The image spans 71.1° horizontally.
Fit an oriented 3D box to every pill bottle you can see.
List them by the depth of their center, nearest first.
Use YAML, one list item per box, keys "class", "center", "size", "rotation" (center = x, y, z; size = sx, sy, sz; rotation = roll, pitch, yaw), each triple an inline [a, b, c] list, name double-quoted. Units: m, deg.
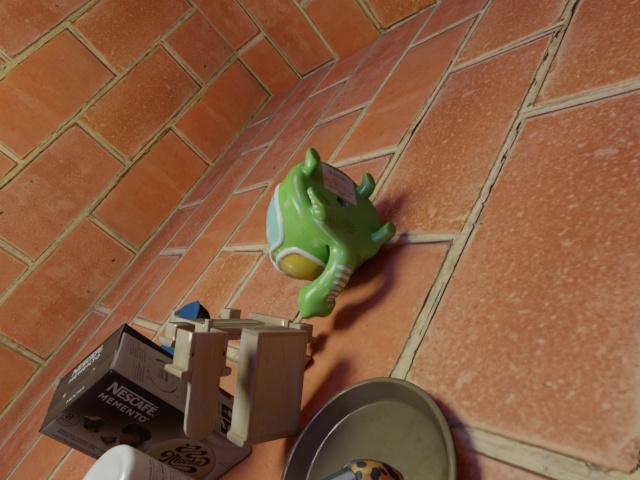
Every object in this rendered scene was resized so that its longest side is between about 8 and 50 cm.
- class: "pill bottle"
  center: [-0.223, 0.399, 0.632]
  size: [0.131, 0.229, 0.131]
  rotation: [-33, 29, 21]

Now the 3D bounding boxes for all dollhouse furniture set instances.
- class: "dollhouse furniture set"
  center: [-0.197, 0.226, 0.822]
  size: [0.356, 0.303, 0.173]
  rotation: [0, 82, 47]

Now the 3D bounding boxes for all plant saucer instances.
- class: "plant saucer"
  center: [0.056, 0.311, 0.581]
  size: [0.278, 0.041, 0.277]
  rotation: [-34, 28, 20]

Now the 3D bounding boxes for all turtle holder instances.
- class: "turtle holder"
  center: [0.010, -0.005, 0.936]
  size: [0.227, 0.244, 0.320]
  rotation: [-45, 63, 33]

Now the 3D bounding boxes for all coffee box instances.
- class: "coffee box"
  center: [-0.285, 0.305, 0.778]
  size: [0.168, 0.297, 0.119]
  rotation: [-40, 27, 9]

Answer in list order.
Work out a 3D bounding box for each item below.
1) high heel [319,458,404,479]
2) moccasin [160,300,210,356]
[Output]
- class: "high heel"
  center: [0.039, 0.359, 0.426]
  size: [0.093, 0.186, 0.261]
  rotation: [-31, 68, 52]
- class: "moccasin"
  center: [-0.310, 0.282, 1.059]
  size: [0.138, 0.116, 0.342]
  rotation: [-19, 29, 19]
